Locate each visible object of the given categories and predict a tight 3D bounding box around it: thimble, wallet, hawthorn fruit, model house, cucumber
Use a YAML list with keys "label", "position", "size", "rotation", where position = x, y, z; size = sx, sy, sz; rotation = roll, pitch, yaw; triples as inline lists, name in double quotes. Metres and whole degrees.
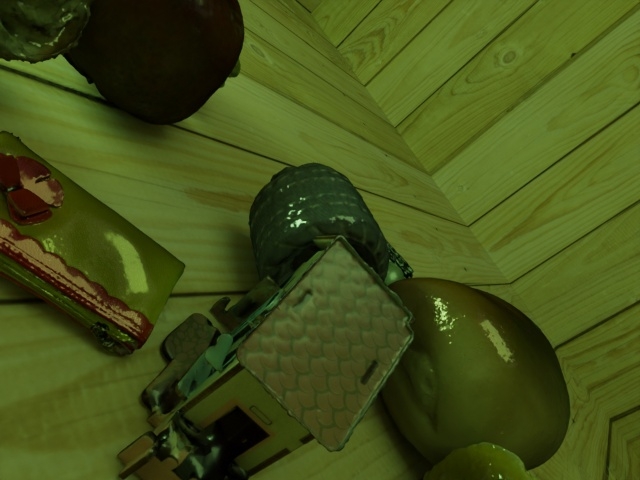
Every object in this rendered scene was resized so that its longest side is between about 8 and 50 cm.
- label: "thimble"
  position: [0.000, 0.000, 0.755]
  size: [0.236, 0.205, 0.172]
  rotation: [29, 30, -38]
- label: "wallet"
  position: [-0.260, 0.002, 0.476]
  size: [0.241, 0.067, 0.141]
  rotation: [40, 27, -22]
- label: "hawthorn fruit"
  position: [-0.242, -0.340, 0.717]
  size: [0.267, 0.301, 0.267]
  rotation: [52, 14, -19]
- label: "model house"
  position: [-0.034, 0.104, 0.503]
  size: [0.169, 0.244, 0.326]
  rotation: [50, 25, -6]
- label: "cucumber"
  position: [0.128, 0.019, 1.123]
  size: [0.265, 0.077, 0.077]
  rotation: [48, 24, 1]

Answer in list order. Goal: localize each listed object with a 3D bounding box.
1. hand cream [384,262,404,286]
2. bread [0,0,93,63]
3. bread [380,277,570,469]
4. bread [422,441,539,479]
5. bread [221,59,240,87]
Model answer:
- label: "hand cream"
  position: [0.037, -0.002, 0.945]
  size: [0.306, 0.093, 0.147]
  rotation: [46, 1, 7]
- label: "bread"
  position: [-0.411, -0.272, 0.485]
  size: [0.192, 0.171, 0.314]
  rotation: [18, 39, 15]
- label: "bread"
  position: [0.274, 0.229, 0.836]
  size: [0.376, 0.253, 0.347]
  rotation: [25, 32, -42]
- label: "bread"
  position: [0.233, 0.386, 0.615]
  size: [0.170, 0.197, 0.197]
  rotation: [40, 25, -34]
- label: "bread"
  position: [-0.274, -0.404, 0.912]
  size: [0.257, 0.186, 0.124]
  rotation: [52, 7, -5]
